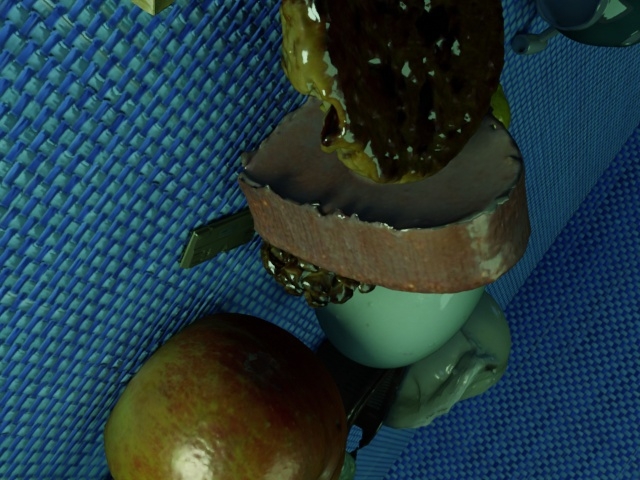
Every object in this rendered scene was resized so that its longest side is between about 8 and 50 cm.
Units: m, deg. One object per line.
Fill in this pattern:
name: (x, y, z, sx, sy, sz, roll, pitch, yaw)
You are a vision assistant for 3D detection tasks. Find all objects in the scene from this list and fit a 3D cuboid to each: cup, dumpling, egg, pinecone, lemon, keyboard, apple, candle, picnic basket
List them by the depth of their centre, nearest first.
candle: (0.065, -0.057, 1.138, 0.287, 0.317, 0.131, -14, 128, -1)
keyboard: (-0.107, -0.006, 1.207, 0.129, 0.015, 0.049, -26, 142, -56)
apple: (-0.080, 0.196, 1.247, 0.293, 0.251, 0.163, -34, 163, -48)
pinecone: (0.000, 0.000, 1.277, 0.173, 0.173, 0.173, -47, 161, -22)
egg: (0.114, 0.002, 1.435, 0.230, 0.230, 0.371, -29, 145, -54)
lemon: (0.214, -0.173, 1.569, 0.133, 0.109, 0.109, -54, 163, 13)
cup: (0.401, -0.362, 1.627, 0.299, 0.167, 0.173, -36, 166, 38)
picnic basket: (0.037, 0.269, 1.895, 0.222, 0.129, 0.297, -44, 161, -35)
dumpling: (0.213, 0.227, 2.078, 0.315, 0.233, 0.395, -50, -163, 15)

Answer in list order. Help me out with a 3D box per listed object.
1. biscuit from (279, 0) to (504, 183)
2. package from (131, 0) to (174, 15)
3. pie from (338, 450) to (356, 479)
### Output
biscuit: (0.059, -0.213, 0.959, 0.289, 0.081, 0.334, -22, 113, -46)
package: (-0.091, -0.223, 0.789, 0.131, 0.047, 0.071, -45, 158, -31)
pie: (-0.076, 0.400, 1.753, 0.306, 0.071, 0.306, -17, 150, -11)
